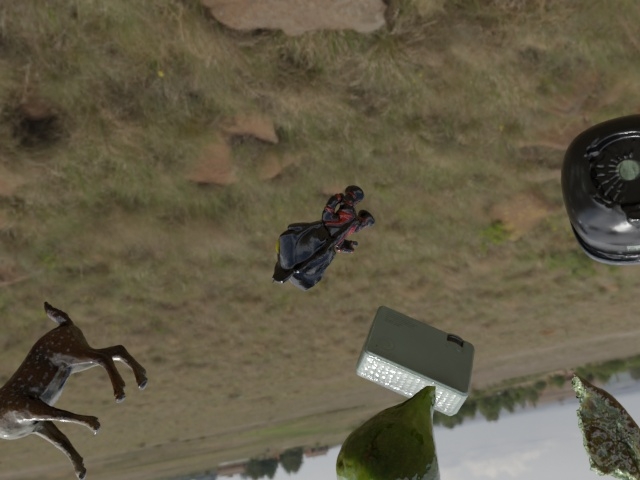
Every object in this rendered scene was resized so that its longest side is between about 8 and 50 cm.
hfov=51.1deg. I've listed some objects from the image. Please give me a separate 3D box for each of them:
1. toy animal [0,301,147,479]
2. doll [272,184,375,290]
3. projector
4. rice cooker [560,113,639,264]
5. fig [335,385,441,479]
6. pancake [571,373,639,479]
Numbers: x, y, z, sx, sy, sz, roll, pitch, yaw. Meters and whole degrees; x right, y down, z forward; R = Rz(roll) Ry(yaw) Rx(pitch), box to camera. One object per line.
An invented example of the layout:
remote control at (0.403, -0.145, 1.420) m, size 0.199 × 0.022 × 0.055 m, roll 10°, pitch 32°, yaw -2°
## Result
toy animal at (-0.374, 0.189, 0.819) m, size 0.260 × 0.243 × 0.087 m, roll 21°, pitch 130°, yaw 11°
doll at (-0.001, 0.001, 1.232) m, size 0.249 × 0.127 × 0.088 m, roll -45°, pitch -173°, yaw -28°
projector at (0.226, 0.284, 1.591) m, size 0.256 × 0.192 × 0.099 m, roll 23°, pitch 126°, yaw 4°
rice cooker at (0.570, -0.090, 1.216) m, size 0.267 × 0.267 × 0.224 m, roll -17°, pitch 157°, yaw 21°
fig at (0.151, 0.385, 1.263) m, size 0.206 × 0.275 × 0.206 m, roll 24°, pitch 155°, yaw 12°
pancake at (0.693, 0.477, 1.570) m, size 0.197 × 0.376 × 0.054 m, roll -34°, pitch 175°, yaw -32°
